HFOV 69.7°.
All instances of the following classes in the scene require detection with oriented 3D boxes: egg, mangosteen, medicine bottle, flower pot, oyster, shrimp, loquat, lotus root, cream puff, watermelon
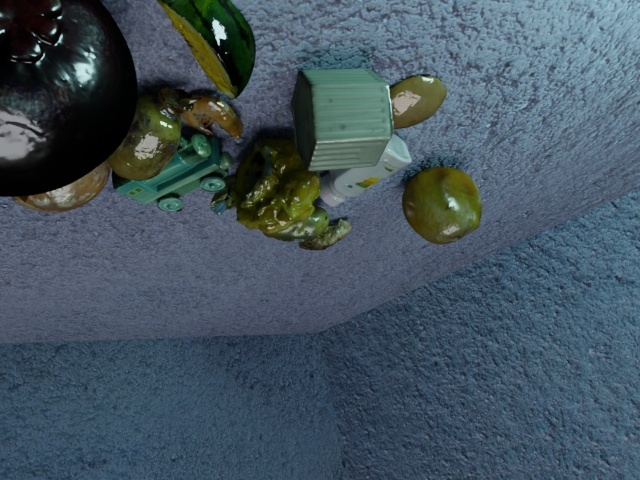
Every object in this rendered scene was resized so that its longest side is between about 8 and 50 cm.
[{"bbox_3d":[-0.608,-0.161,1.066,0.234,0.194,0.195,-10,158,-2],"label":"egg"},{"bbox_3d":[-0.508,-0.242,0.729,0.382,0.381,0.435,6,167,-39],"label":"mangosteen"},{"bbox_3d":[0.127,-0.219,1.448,0.296,0.111,0.161,-28,154,35],"label":"medicine bottle"},{"bbox_3d":[0.044,-0.290,1.102,0.190,0.209,0.239,-7,159,-13],"label":"flower pot"},{"bbox_3d":[0.006,0.003,1.948,0.166,0.093,0.294,-11,165,-28],"label":"oyster"},{"bbox_3d":[-0.263,-0.300,1.131,0.133,0.051,0.187,0,160,25],"label":"shrimp"},{"bbox_3d":[0.428,-0.119,1.636,0.276,0.283,0.276,-15,154,-7],"label":"loquat"},{"bbox_3d":[-0.384,-0.251,1.036,0.278,0.154,0.154,-41,147,27],"label":"lotus root"},{"bbox_3d":[-0.137,-0.153,1.254,0.282,0.281,0.185,-21,172,18],"label":"cream puff"},{"bbox_3d":[-0.207,-0.386,0.919,0.129,0.123,0.301,15,164,16],"label":"watermelon"}]

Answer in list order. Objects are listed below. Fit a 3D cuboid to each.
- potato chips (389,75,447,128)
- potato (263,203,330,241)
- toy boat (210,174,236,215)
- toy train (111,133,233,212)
[{"bbox_3d":[0.245,-0.359,1.248,0.208,0.061,0.195,-7,155,-11],"label":"potato chips"},{"bbox_3d":[-0.093,-0.062,1.653,0.248,0.143,0.169,-4,146,-20],"label":"potato"},{"bbox_3d":[-0.212,-0.164,1.431,0.277,0.084,0.111,-19,155,5],"label":"toy boat"},{"bbox_3d":[-0.387,-0.184,1.225,0.298,0.119,0.194,-20,152,23],"label":"toy train"}]
